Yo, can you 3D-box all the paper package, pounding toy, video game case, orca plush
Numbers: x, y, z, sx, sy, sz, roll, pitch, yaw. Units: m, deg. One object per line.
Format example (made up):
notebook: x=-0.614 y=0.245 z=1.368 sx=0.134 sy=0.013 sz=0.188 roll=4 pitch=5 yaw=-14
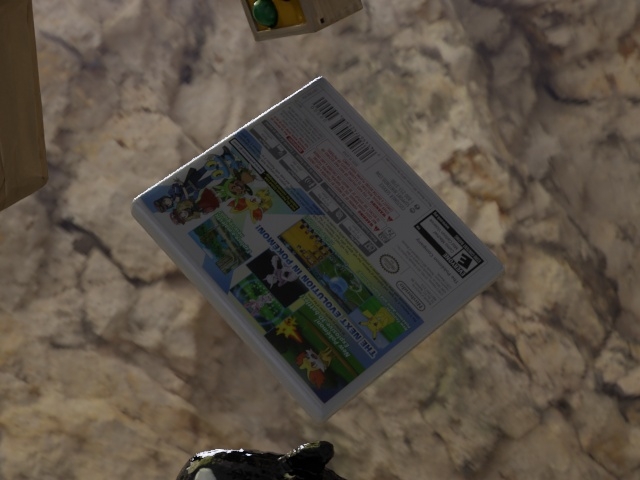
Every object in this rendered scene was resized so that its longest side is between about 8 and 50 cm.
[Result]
paper package: x=-0.569 y=-0.202 z=1.833 sx=0.324 sy=0.168 sz=0.309 roll=4 pitch=-74 yaw=22
pounding toy: x=-0.035 y=-0.350 z=1.523 sx=0.094 sy=0.206 sz=0.181 roll=-32 pitch=-159 yaw=-32
video game case: x=0.000 y=0.000 z=1.485 sx=0.300 sy=0.036 sz=0.329 roll=-36 pitch=-104 yaw=-26
orca plush: x=-0.004 y=0.251 z=1.256 sx=0.287 sy=0.151 sz=0.102 roll=23 pitch=-65 yaw=26
